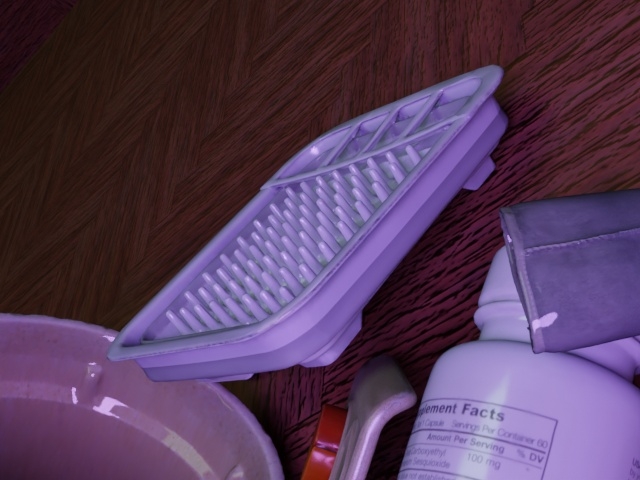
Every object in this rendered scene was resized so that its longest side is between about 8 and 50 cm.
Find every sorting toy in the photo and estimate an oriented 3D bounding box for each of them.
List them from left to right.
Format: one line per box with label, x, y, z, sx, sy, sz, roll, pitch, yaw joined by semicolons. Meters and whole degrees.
sorting toy;-0.005;0.185;0.619;0.307;0.041;0.229;11;-79;-89

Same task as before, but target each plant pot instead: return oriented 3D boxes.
plant pot;-0.231;0.274;0.799;0.334;0.334;0.305;-120;46;-59

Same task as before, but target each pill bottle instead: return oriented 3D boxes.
pill bottle;0.114;0.123;0.562;0.131;0.131;0.229;-10;55;55

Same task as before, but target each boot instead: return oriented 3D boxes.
boot;0.199;0.019;0.469;0.189;0.209;0.076;-98;2;-63

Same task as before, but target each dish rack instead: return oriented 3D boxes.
dish rack;0.000;0.000;0.830;0.286;0.072;0.333;-14;27;52

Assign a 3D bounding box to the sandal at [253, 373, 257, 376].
sandal;-0.089;0.084;1.023;0.067;0.040;0.179;-57;28;3
